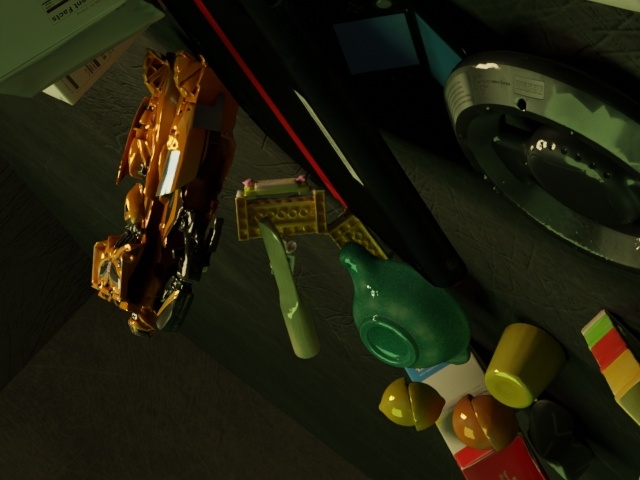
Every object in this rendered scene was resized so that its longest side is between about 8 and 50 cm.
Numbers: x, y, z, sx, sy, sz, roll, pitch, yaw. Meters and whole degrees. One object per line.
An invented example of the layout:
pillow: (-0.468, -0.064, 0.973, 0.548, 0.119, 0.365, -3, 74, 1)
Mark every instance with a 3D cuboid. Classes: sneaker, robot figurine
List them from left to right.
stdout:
robot figurine: (-0.159, -0.046, 1.713, 0.085, 0.291, 0.211, 14, 180, -24)
sneaker: (0.249, 0.214, 1.858, 0.061, 0.053, 0.152, 37, 168, 37)

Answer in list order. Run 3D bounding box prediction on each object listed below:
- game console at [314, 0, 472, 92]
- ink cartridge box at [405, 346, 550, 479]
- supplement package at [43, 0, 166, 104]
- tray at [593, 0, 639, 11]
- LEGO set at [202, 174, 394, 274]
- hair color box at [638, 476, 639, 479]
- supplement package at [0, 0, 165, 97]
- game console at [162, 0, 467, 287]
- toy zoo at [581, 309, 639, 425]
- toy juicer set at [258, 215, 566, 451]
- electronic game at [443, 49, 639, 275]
game console: (0.060, -0.123, 1.205, 0.122, 0.107, 0.071, 65, -161, -61)
ink cartridge box: (0.183, 0.221, 1.843, 0.134, 0.078, 0.231, 57, -177, -40)
supplement package: (-0.319, -0.291, 1.682, 0.204, 0.145, 0.262, 27, 160, 52)
tray: (0.100, -0.210, 0.866, 0.270, 0.030, 0.145, 50, 167, -34)
LEGO set: (0.000, 0.000, 1.805, 0.287, 0.132, 0.107, 17, -165, -10)
hair color box: (0.322, 0.210, 0.961, 0.339, 0.185, 0.110, -9, 131, 43)
supplement package: (-0.254, -0.243, 1.413, 0.203, 0.149, 0.194, 59, -176, -1)
game console: (-0.043, -0.158, 1.345, 0.342, 0.060, 0.386, 43, 173, 46)
toy zoo: (0.292, 0.156, 1.308, 0.192, 0.030, 0.293, 45, -172, -4)
toy juicer set: (0.083, 0.096, 1.735, 0.329, 0.089, 0.209, 29, 145, 13)
electronic game: (0.181, -0.048, 1.135, 0.229, 0.048, 0.229, 32, 165, 10)
